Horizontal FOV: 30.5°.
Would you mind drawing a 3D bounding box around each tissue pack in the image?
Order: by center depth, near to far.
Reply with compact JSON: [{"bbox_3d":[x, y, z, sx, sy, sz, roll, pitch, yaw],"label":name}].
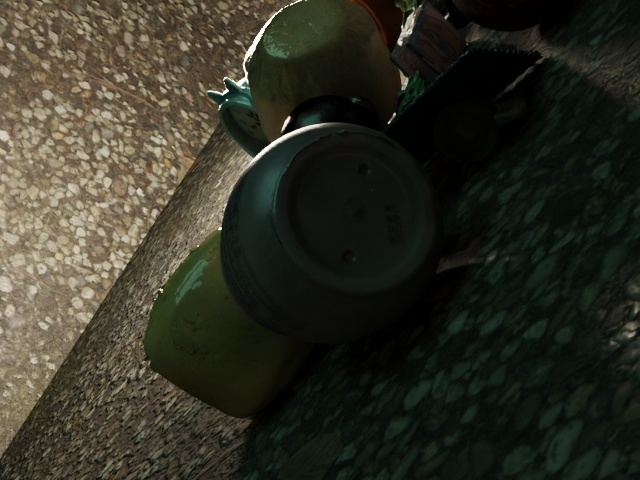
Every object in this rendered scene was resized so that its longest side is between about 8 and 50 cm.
[{"bbox_3d":[0.193,-0.341,2.103,0.065,0.115,0.155,-35,20,41],"label":"tissue pack"}]

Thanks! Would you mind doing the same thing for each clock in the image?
[{"bbox_3d":[-0.110,-0.256,2.506,0.094,0.274,0.223,-56,17,-23],"label":"clock"}]

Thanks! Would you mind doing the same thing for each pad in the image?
[{"bbox_3d":[0.178,-0.186,1.691,0.269,0.012,0.270,-42,-16,28],"label":"pad"}]

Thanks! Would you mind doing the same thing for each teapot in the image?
[{"bbox_3d":[0.229,-0.162,1.651,0.091,0.124,0.092,-46,-38,-56],"label":"teapot"}]

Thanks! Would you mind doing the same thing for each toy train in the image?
[{"bbox_3d":[0.168,-0.220,1.982,0.104,0.071,0.178,-58,13,18],"label":"toy train"}]

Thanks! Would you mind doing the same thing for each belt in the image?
[{"bbox_3d":[0.087,-0.464,2.539,0.105,0.184,0.261,-57,-13,-25],"label":"belt"}]

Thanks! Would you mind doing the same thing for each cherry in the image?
[{"bbox_3d":[0.288,-0.440,1.841,0.203,0.230,0.300,-8,39,-3],"label":"cherry"}]

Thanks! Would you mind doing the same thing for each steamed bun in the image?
[{"bbox_3d":[-0.122,0.117,1.690,0.273,0.232,0.166,-53,8,-3],"label":"steamed bun"}]

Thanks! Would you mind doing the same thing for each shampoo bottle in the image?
[{"bbox_3d":[0.008,-0.003,1.503,0.273,0.273,0.266,-56,7,-20],"label":"shampoo bottle"}]

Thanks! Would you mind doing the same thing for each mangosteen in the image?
[{"bbox_3d":[0.039,-0.175,2.054,0.230,0.194,0.194,-36,3,-35],"label":"mangosteen"}]

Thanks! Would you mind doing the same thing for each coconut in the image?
[{"bbox_3d":[0.010,-0.304,2.270,0.329,0.329,0.329,-47,15,16],"label":"coconut"}]

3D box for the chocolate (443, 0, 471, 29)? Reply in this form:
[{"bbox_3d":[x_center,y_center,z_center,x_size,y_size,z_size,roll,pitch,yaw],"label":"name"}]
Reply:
[{"bbox_3d":[0.303,-0.473,2.127,0.133,0.156,0.156,-5,38,28],"label":"chocolate"}]

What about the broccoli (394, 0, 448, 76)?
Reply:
[{"bbox_3d":[0.201,-0.434,2.328,0.165,0.145,0.304,-43,28,44],"label":"broccoli"}]
